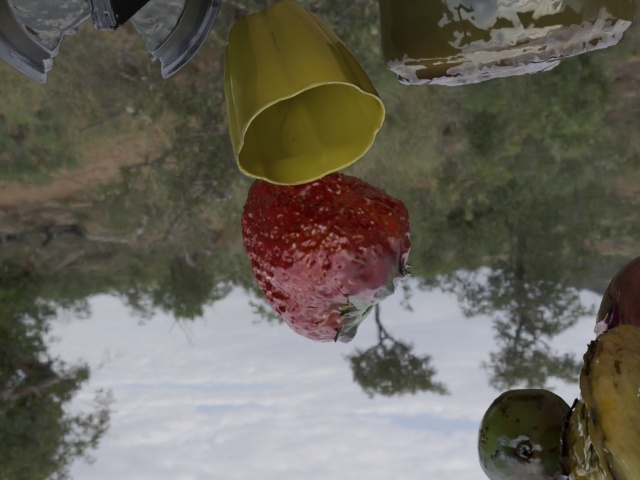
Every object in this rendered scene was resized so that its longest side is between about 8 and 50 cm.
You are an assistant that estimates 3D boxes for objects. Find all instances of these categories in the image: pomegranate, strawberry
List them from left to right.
[{"bbox_3d":[0.000,0.000,1.153,0.257,0.277,0.257,-45,176,-4],"label":"strawberry"},{"bbox_3d":[0.223,0.210,0.798,0.115,0.114,0.142,-7,173,24],"label":"pomegranate"}]

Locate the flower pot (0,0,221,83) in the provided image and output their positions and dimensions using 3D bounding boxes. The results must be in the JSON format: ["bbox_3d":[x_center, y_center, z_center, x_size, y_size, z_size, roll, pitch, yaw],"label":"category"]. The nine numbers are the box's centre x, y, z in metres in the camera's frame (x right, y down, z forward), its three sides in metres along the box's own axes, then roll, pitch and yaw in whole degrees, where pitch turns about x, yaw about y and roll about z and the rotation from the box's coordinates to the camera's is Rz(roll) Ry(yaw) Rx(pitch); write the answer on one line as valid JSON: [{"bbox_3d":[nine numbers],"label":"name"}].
[{"bbox_3d":[-0.297,-0.366,1.006,0.380,0.379,0.251,-5,-159,-14],"label":"flower pot"}]

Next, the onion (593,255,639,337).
[{"bbox_3d":[0.625,0.182,1.285,0.354,0.353,0.353,-5,178,0],"label":"onion"}]

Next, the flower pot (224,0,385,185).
[{"bbox_3d":[-0.038,-0.195,0.973,0.195,0.179,0.195,-16,151,-9],"label":"flower pot"}]

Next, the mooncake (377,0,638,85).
[{"bbox_3d":[0.269,-0.370,1.155,0.394,0.246,0.393,-11,-163,-5],"label":"mooncake"}]

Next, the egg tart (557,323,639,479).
[{"bbox_3d":[0.267,0.184,0.605,0.106,0.241,0.241,-36,161,32],"label":"egg tart"}]

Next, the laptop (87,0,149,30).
[{"bbox_3d":[-0.148,-0.266,0.549,0.016,0.197,0.135,4,-144,13],"label":"laptop"}]
